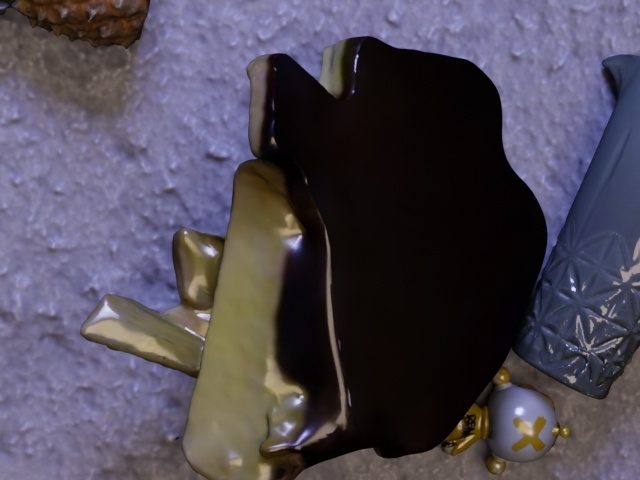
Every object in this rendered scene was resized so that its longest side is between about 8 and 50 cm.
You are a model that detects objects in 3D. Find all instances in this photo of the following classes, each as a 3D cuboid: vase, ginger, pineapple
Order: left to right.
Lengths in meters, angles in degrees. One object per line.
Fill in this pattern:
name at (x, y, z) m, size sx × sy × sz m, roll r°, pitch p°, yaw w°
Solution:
pineapple at (-0.259, -0.232, 0.919) m, size 0.248 × 0.128 × 0.128 m, roll 7°, pitch 96°, yaw -9°
ginger at (0.000, 0.000, 0.962) m, size 0.413 × 0.211 × 0.358 m, roll -35°, pitch 114°, yaw -44°
vase at (0.306, 0.004, 1.057) m, size 0.251 × 0.156 × 0.301 m, roll 32°, pitch 98°, yaw 27°

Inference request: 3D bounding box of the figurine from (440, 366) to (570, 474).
figurine at (0.164, 0.174, 1.093) m, size 0.143 × 0.068 × 0.101 m, roll 26°, pitch 96°, yaw -2°
